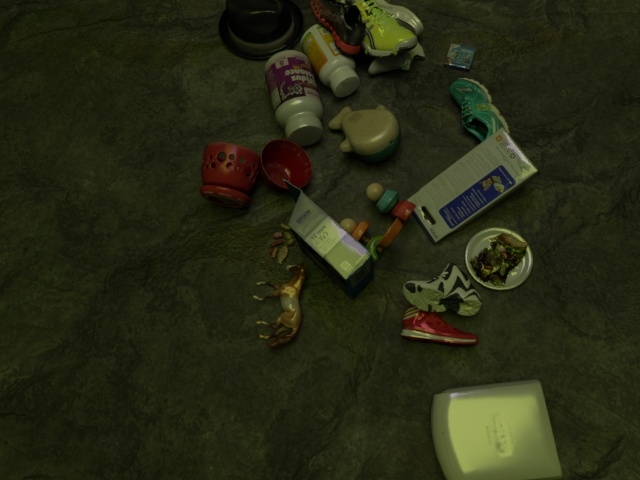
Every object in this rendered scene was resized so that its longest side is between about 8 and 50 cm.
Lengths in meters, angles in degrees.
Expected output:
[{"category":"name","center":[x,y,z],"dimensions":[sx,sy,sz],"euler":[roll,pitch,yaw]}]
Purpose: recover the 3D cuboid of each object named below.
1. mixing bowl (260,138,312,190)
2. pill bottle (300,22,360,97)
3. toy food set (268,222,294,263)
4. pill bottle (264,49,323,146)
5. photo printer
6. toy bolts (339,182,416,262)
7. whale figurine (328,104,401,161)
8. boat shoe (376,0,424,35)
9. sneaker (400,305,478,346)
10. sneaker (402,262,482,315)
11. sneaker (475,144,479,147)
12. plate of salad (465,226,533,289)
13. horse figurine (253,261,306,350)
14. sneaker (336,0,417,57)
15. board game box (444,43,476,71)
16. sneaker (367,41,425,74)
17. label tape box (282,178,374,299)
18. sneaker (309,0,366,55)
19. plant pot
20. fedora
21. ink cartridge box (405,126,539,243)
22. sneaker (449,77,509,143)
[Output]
[{"category":"mixing bowl","center":[-0.128,-0.231,1.710],"dimensions":[0.181,0.098,0.182],"euler":[11,65,-24]},{"category":"pill bottle","center":[0.039,-0.628,1.817],"dimensions":[0.136,0.136,0.246],"euler":[-27,70,-2]},{"category":"toy food set","center":[-0.129,0.011,1.687],"dimensions":[0.077,0.019,0.122],"euler":[26,84,16]},{"category":"pill bottle","center":[-0.085,-0.480,1.767],"dimensions":[0.169,0.169,0.302],"euler":[-16,70,2]},{"category":"photo printer","center":[0.455,0.516,1.385],"dimensions":[0.307,0.107,0.256],"euler":[-7,70,5]},{"category":"toy bolts","center":[0.172,-0.076,1.578],"dimensions":[0.158,0.218,0.229],"euler":[37,72,4]},{"category":"whale figurine","center":[0.149,-0.357,1.731],"dimensions":[0.216,0.141,0.272],"euler":[-48,47,-9]},{"category":"boat shoe","center":[0.246,-0.793,1.871],"dimensions":[0.277,0.098,0.096],"euler":[38,80,27]},{"category":"sneaker","center":[0.348,0.236,1.508],"dimensions":[0.221,0.087,0.128],"euler":[6,74,9]},{"category":"sneaker","center":[0.348,0.128,1.520],"dimensions":[0.234,0.094,0.153],"euler":[7,38,-4]},{"category":"sneaker","center":[0.533,-0.225,1.652],"dimensions":[0.074,0.063,0.171],"euler":[-8,75,5]},{"category":"plate of salad","center":[0.540,0.051,1.564],"dimensions":[0.199,0.048,0.200],"euler":[-2,72,7]},{"category":"horse figurine","center":[-0.117,0.207,1.594],"dimensions":[0.174,0.066,0.264],"euler":[-10,68,11]},{"category":"sneaker","center":[0.171,-0.744,1.776],"dimensions":[0.145,0.147,0.384],"euler":[-34,52,-25]},{"category":"board game box","center":[0.491,-0.644,1.822],"dimensions":[0.090,0.020,0.090],"euler":[17,73,13]},{"category":"sneaker","center":[0.272,-0.630,1.824],"dimensions":[0.212,0.080,0.094],"euler":[-31,82,-5]},{"category":"label tape box","center":[0.000,0.000,1.548],"dimensions":[0.347,0.249,0.115],"euler":[41,81,18]},{"category":"sneaker","center":[0.064,-0.759,1.741],"dimensions":[0.097,0.135,0.276],"euler":[-19,67,-35]},{"category":"plant pot","center":[-0.303,-0.208,1.698],"dimensions":[0.191,0.191,0.174],"euler":[10,79,11]},{"category":"fedora","center":[-0.234,-0.839,1.919],"dimensions":[0.333,0.152,0.334],"euler":[-3,71,7]},{"category":"ink cartridge box","center":[0.462,-0.163,1.602],"dimensions":[0.370,0.069,0.176],"euler":[-37,69,17]},{"category":"sneaker","center":[0.504,-0.419,1.683],"dimensions":[0.109,0.107,0.275],"euler":[-20,67,-24]}]
